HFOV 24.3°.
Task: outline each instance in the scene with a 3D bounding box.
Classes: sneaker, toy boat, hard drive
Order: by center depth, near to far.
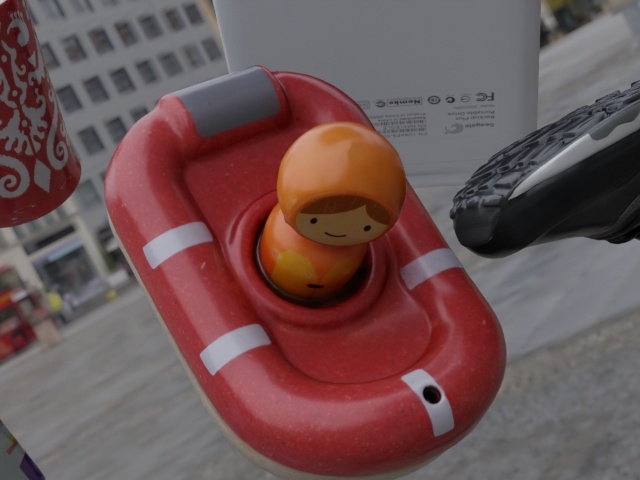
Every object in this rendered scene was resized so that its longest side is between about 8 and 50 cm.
[{"bbox_3d":[0.000,0.000,0.714,0.151,0.231,0.151,-22,-21,-25],"label":"toy boat"},{"bbox_3d":[0.205,-0.033,0.777,0.283,0.124,0.107,-26,3,-23],"label":"sneaker"},{"bbox_3d":[0.044,-0.160,1.092,0.233,0.047,0.353,-4,-35,5],"label":"hard drive"}]

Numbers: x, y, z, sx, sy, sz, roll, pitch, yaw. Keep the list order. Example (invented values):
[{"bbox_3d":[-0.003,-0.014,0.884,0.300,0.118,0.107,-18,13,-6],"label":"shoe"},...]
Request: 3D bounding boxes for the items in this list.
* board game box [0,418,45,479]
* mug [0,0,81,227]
[{"bbox_3d":[-0.301,0.080,0.747,0.144,0.275,0.142,-51,-26,-20],"label":"board game box"},{"bbox_3d":[-0.241,-0.097,1.058,0.113,0.169,0.150,-8,39,-3],"label":"mug"}]
